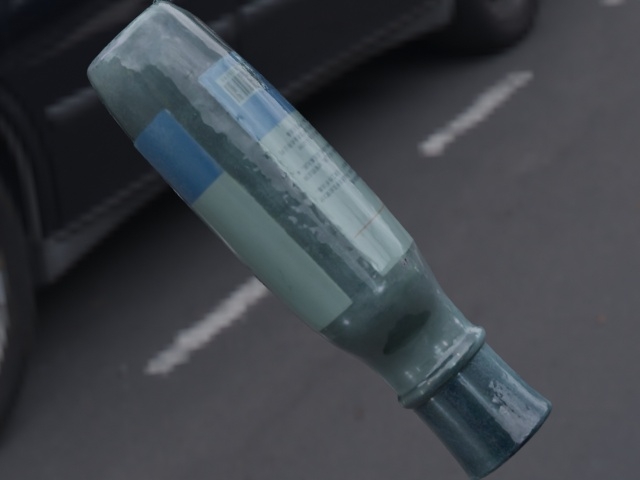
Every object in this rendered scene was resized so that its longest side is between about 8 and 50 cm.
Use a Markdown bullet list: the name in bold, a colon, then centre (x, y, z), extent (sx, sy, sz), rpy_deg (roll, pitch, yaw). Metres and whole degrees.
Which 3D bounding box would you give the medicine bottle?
- **medicine bottle**: centre (0.000, 0.000, 0.738), extent (0.054, 0.208, 0.090), rpy_deg (-43, 2, 2)
